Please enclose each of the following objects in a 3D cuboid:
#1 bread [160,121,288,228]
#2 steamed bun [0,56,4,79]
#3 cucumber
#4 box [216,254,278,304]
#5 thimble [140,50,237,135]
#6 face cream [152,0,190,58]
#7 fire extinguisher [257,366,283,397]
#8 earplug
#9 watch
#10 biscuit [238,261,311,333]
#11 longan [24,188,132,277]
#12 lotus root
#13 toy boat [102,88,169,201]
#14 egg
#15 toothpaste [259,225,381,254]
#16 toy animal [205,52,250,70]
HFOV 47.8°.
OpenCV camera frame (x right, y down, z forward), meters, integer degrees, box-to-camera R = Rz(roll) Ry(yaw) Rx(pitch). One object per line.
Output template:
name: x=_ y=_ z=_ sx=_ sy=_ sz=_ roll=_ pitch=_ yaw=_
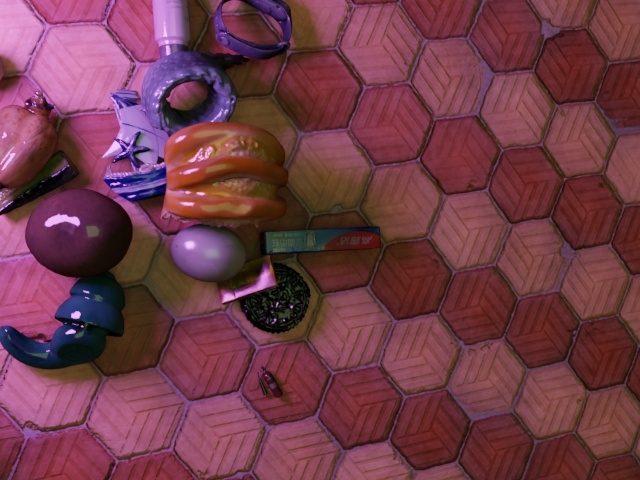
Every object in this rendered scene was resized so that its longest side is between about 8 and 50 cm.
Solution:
bread: x=-0.216 y=-0.151 z=1.733 sx=0.316 sy=0.211 sz=0.270 roll=3 pitch=106 yaw=-29
steamed bun: x=-0.813 y=-0.407 z=1.694 sx=0.130 sy=0.091 sz=0.112 roll=-26 pitch=96 yaw=-15
cucumber: x=-0.695 y=-0.130 z=1.756 sx=0.211 sy=0.062 sz=0.078 roll=-35 pitch=56 yaw=-6
box: x=-0.193 y=0.103 z=1.878 sx=0.156 sy=0.022 sz=0.089 roll=-17 pitch=68 yaw=7
thimble: x=-0.327 y=-0.350 z=1.773 sx=0.235 sy=0.143 sz=0.198 roll=-22 pitch=129 yaw=-10
face cream: x=-0.374 y=-0.557 z=1.813 sx=0.092 sy=0.092 sz=0.311 roll=-5 pitch=92 yaw=-16
fire extinguisher: x=-0.144 y=0.383 z=1.946 sx=0.046 sy=0.032 sz=0.100 roll=-26 pitch=100 yaw=21
earplug: x=-0.602 y=0.194 z=1.764 sx=0.258 sy=0.164 sz=0.280 roll=16 pitch=73 yaw=20
watch: x=-0.168 y=-0.556 z=1.861 sx=0.206 sy=0.068 sz=0.192 roll=28 pitch=66 yaw=-17
biscuit: x=-0.123 y=0.154 z=1.927 sx=0.195 sy=0.053 sz=0.194 roll=0 pitch=92 yaw=-15
longan: x=-0.563 y=-0.016 z=1.696 sx=0.248 sy=0.248 sz=0.248 roll=-1 pitch=92 yaw=-16
lotus root: x=-0.715 y=-0.225 z=1.695 sx=0.155 sy=0.140 sz=0.256 roll=26 pitch=67 yaw=0
toy boat: x=-0.471 y=-0.227 z=1.814 sx=0.210 sy=0.070 sz=0.291 roll=-41 pitch=98 yaw=-16
egg: x=-0.283 y=0.030 z=1.828 sx=0.193 sy=0.149 sz=0.149 roll=12 pitch=88 yaw=-9
toothpaste: x=0.000 y=0.000 z=1.945 sx=0.321 sy=0.076 sz=0.066 roll=-4 pitch=90 yaw=-16
toy animal: x=-0.243 y=-0.465 z=1.867 sx=0.136 sy=0.065 sz=0.047 roll=-6 pitch=95 yaw=-28
